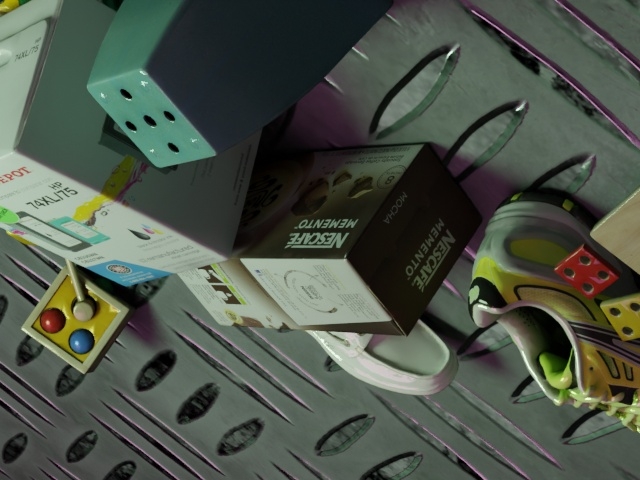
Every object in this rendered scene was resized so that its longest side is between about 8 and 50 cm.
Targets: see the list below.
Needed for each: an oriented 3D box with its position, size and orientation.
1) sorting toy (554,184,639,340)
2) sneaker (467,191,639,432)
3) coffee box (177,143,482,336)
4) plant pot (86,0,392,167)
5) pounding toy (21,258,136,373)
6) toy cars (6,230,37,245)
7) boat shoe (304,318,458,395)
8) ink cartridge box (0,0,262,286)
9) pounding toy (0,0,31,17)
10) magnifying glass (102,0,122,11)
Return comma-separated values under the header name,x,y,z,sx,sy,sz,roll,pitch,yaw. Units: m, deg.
name,x,y,z,sx,sy,sz,roll,pitch,yaw
sorting toy,0.331,-0.008,1.552,0.132,0.046,0.274,37,137,-4
sneaker,0.292,0.126,1.717,0.385,0.147,0.145,40,150,-9
coffee box,0.000,0.000,1.832,0.297,0.168,0.119,0,136,49
plant pot,-0.091,-0.188,1.579,0.165,0.234,0.165,-8,128,53
pounding toy,-0.337,0.091,2.399,0.130,0.141,0.100,35,180,3
toy cars,-0.228,-0.038,2.109,0.176,0.087,0.394,12,169,-39
boat shoe,0.035,0.081,1.988,0.277,0.098,0.096,29,152,16
ink cartridge box,-0.233,-0.102,1.803,0.270,0.197,0.198,28,153,-33
pounding toy,-0.350,-0.316,1.783,0.206,0.094,0.181,16,148,11
magnifying glass,-0.138,-0.228,1.794,0.231,0.026,0.092,13,144,36
